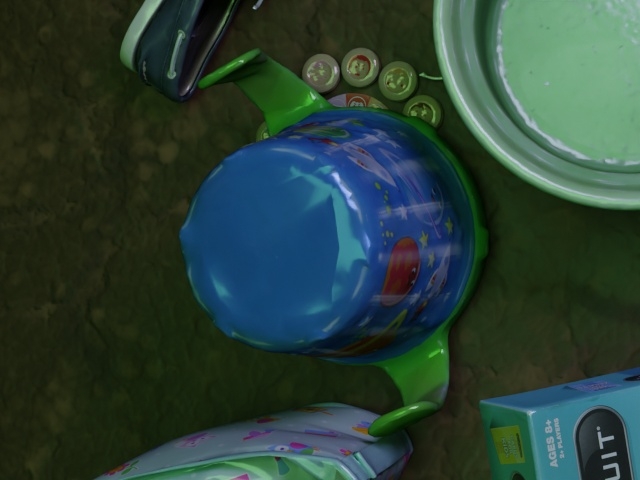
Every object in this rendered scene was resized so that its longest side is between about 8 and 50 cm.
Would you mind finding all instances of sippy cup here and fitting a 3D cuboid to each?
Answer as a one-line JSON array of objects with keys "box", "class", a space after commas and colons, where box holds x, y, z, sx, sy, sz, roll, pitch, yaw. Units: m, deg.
[{"box": [0.000, 0.000, 1.361, 0.305, 0.224, 0.240, 29, 102, 17], "class": "sippy cup"}]

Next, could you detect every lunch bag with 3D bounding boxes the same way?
[{"box": [-0.055, 0.229, 1.377, 0.262, 0.223, 0.160, -21, 86, 15], "class": "lunch bag"}]

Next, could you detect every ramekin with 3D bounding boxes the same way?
[{"box": [0.248, -0.172, 1.316, 0.304, 0.148, 0.303, 0, 88, 10], "class": "ramekin"}]

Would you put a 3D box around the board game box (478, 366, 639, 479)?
[{"box": [0.300, 0.213, 1.208, 0.336, 0.079, 0.253, -10, 94, -21], "class": "board game box"}]

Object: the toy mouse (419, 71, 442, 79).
[{"box": [0.167, -0.171, 1.427, 0.161, 0.031, 0.143, 8, 89, 20], "class": "toy mouse"}]

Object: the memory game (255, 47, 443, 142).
[{"box": [0.027, -0.085, 1.481, 0.186, 0.012, 0.186, -1, 86, 20], "class": "memory game"}]

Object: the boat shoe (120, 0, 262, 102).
[{"box": [-0.090, -0.245, 1.488, 0.079, 0.095, 0.254, 38, 100, 19], "class": "boat shoe"}]
